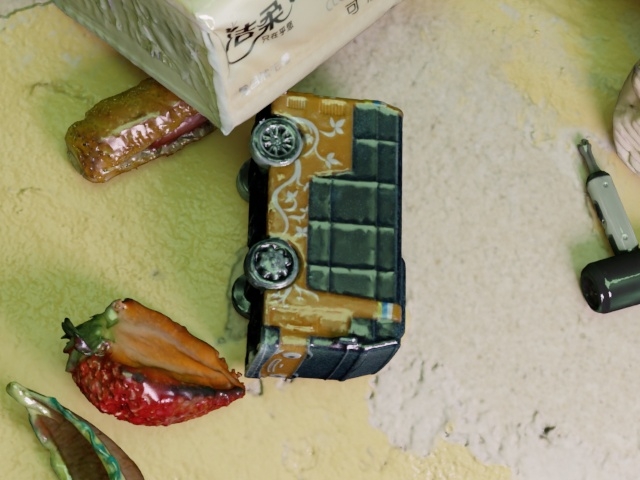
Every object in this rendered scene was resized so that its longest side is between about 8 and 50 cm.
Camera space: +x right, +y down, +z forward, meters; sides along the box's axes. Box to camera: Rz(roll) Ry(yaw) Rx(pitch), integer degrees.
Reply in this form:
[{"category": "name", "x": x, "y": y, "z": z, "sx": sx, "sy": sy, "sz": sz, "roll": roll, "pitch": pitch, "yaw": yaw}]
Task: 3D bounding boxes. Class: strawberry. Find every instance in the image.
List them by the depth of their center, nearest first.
[{"category": "strawberry", "x": -0.172, "y": 0.128, "z": 1.529, "sx": 0.140, "sy": 0.192, "sz": 0.085, "roll": 47, "pitch": 113, "yaw": 23}]

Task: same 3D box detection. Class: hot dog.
[{"category": "hot dog", "x": -0.132, "y": -0.151, "z": 1.637, "sx": 0.289, "sy": 0.068, "sz": 0.083, "roll": -30, "pitch": 74, "yaw": -15}]

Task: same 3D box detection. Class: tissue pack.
[{"category": "tissue pack", "x": -0.057, "y": -0.348, "z": 1.583, "sx": 0.405, "sy": 0.205, "sz": 0.332, "roll": -41, "pitch": 57, "yaw": -17}]

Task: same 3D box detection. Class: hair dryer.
[{"category": "hair dryer", "x": 0.308, "y": -0.021, "z": 1.685, "sx": 0.100, "sy": 0.057, "sz": 0.197, "roll": -13, "pitch": 68, "yaw": -13}]

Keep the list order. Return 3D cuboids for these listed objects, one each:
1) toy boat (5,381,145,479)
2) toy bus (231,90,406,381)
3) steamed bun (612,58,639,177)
[{"category": "toy boat", "x": -0.207, "y": 0.260, "z": 1.486, "sx": 0.099, "sy": 0.108, "sz": 0.293, "roll": -10, "pitch": 73, "yaw": -41}, {"category": "toy bus", "x": 0.000, "y": 0.000, "z": 1.577, "sx": 0.167, "sy": 0.138, "sz": 0.275, "roll": 6, "pitch": 70, "yaw": -9}, {"category": "steamed bun", "x": 0.472, "y": -0.130, "z": 1.619, "sx": 0.206, "sy": 0.275, "sz": 0.320, "roll": -36, "pitch": 42, "yaw": -23}]
